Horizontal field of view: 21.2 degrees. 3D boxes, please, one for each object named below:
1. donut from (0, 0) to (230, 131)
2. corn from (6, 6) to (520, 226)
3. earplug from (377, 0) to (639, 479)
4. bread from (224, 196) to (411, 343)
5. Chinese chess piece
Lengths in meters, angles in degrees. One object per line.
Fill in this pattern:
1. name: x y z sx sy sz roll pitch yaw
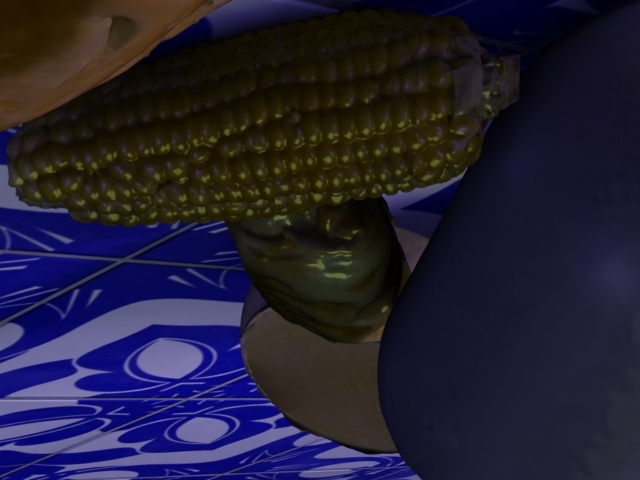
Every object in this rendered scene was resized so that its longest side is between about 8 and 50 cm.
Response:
1. donut: -0.198 -0.161 0.623 0.449 0.198 0.449 -12 166 -3
2. corn: -0.035 -0.078 1.147 0.347 0.130 0.130 -10 164 5
3. earplug: 0.246 0.014 1.258 0.313 0.312 0.394 -4 142 -24
4. bread: 0.000 0.000 1.405 0.130 0.152 0.267 -54 164 -6
5. Chinese chess piece: 0.049 0.096 1.645 0.257 0.104 0.257 11 140 10
